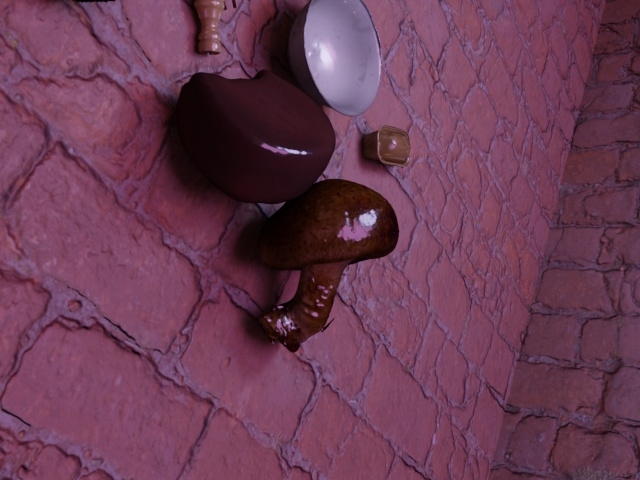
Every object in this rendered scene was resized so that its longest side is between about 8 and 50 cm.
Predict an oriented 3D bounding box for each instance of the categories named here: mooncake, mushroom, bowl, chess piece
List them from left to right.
[{"bbox_3d":[-0.230,-0.452,1.441,0.066,0.066,0.122,-11,103,-52],"label":"chess piece"},{"bbox_3d":[-0.138,-0.217,1.414,0.333,0.174,0.326,30,36,-11],"label":"mooncake"},{"bbox_3d":[0.008,-0.450,1.675,0.313,0.146,0.314,-1,92,-51],"label":"bowl"},{"bbox_3d":[0.011,0.040,1.521,0.331,0.334,0.356,59,25,-63],"label":"mushroom"}]

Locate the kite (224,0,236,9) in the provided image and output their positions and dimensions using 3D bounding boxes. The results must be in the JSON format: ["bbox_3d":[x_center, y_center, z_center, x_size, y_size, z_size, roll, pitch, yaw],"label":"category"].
[{"bbox_3d":[-0.203,-0.610,1.464,0.127,0.016,0.229,-19,118,-4],"label":"kite"}]

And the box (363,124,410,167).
[{"bbox_3d":[0.196,-0.262,1.947,0.177,0.111,0.111,-1,91,-52],"label":"box"}]

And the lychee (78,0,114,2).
[{"bbox_3d":[-0.386,-0.490,1.148,0.194,0.194,0.195,1,88,-52],"label":"lychee"}]
